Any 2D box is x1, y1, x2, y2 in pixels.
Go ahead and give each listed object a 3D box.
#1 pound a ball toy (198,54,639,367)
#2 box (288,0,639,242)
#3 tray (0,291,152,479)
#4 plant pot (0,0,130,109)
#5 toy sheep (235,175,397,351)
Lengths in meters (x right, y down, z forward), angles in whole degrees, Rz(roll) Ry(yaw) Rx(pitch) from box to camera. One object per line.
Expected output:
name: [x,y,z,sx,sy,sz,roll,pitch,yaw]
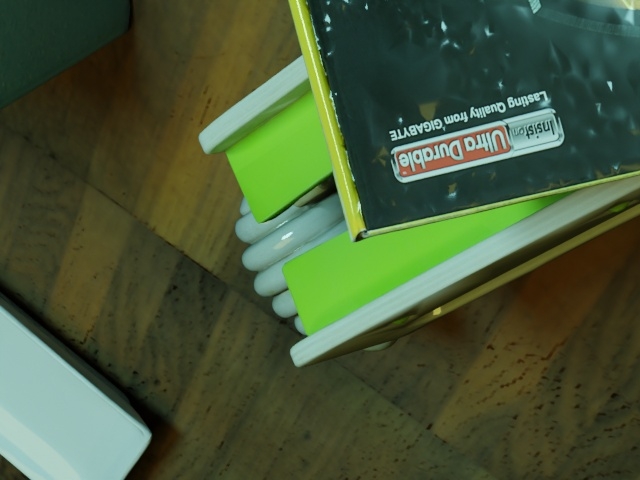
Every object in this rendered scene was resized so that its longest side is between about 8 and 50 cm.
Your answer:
pound a ball toy: [0.081,-0.098,0.834,0.319,0.136,0.208,-32,78,48]
box: [0.122,-0.155,0.632,0.322,0.079,0.257,-12,92,38]
tray: [-0.229,0.069,1.288,0.270,0.030,0.145,39,139,4]
plant pot: [-0.272,-0.169,0.937,0.247,0.252,0.248,20,136,24]
toy sheep: [0.000,0.000,1.000,0.091,0.091,0.132,-31,88,49]
